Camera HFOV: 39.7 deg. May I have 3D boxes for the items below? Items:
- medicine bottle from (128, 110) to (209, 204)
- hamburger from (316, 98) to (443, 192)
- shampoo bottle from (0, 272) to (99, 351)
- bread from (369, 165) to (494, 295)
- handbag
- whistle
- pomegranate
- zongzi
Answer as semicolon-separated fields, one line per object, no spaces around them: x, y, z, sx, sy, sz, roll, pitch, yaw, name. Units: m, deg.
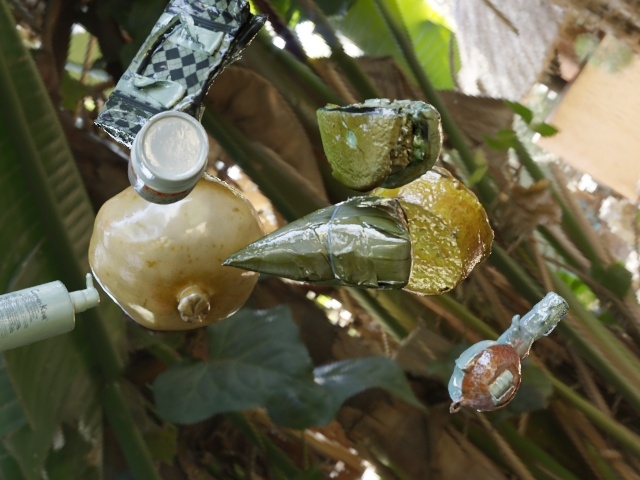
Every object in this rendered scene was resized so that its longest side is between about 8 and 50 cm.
-0.281;-0.151;1.639;0.145;0.144;0.252;-56;9;-16;medicine bottle
0.110;-0.178;1.676;0.167;0.193;0.288;-20;20;-28;hamburger
-0.467;0.121;1.361;0.262;0.085;0.085;-16;-28;-31;shampoo bottle
0.290;-0.022;2.519;0.215;0.398;0.398;-48;-9;-42;bread
-0.306;-0.379;2.006;0.316;0.180;0.416;25;83;51;handbag
0.390;0.241;1.856;0.346;0.142;0.133;-40;15;-17;whistle
-0.319;0.034;2.057;0.412;0.411;0.411;-57;-5;-7;pomegranate
0.000;0.000;1.783;0.323;0.360;0.160;-78;-16;-77;zongzi
